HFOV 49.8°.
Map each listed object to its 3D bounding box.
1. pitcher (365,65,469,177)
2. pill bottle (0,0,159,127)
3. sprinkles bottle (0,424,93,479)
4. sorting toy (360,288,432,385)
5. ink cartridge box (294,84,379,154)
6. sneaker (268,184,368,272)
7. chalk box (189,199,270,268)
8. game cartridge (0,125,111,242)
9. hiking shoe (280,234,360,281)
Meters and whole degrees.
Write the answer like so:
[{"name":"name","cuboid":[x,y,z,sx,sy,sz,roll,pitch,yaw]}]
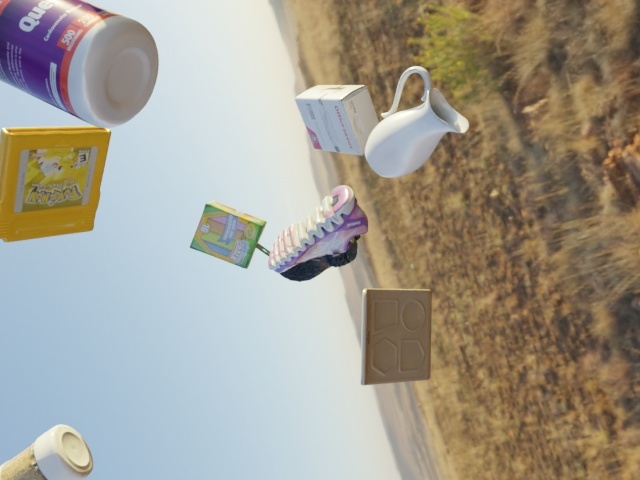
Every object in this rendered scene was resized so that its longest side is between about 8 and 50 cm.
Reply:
[{"name":"pitcher","cuboid":[0.179,-0.241,1.435,0.126,0.207,0.177,-16,-105,-48]},{"name":"pill bottle","cuboid":[-0.441,-0.321,1.139,0.181,0.323,0.181,-52,-22,-31]},{"name":"sprinkles bottle","cuboid":[-0.631,0.513,1.374,0.121,0.355,0.121,55,-177,-4]},{"name":"sorting toy","cuboid":[0.155,0.196,1.425,0.038,0.208,0.192,-2,85,51]},{"name":"ink cartridge box","cuboid":[0.048,-0.316,1.789,0.218,0.092,0.158,21,139,55]},{"name":"sneaker","cuboid":[0.000,0.000,1.347,0.104,0.236,0.095,39,-154,-31]},{"name":"chalk box","cuboid":[-0.226,-0.009,1.877,0.132,0.213,0.132,-99,29,-84]},{"name":"game cartridge","cuboid":[-0.714,-0.149,1.831,0.053,0.285,0.323,38,122,33]},{"name":"hiking shoe","cuboid":[-0.004,0.040,1.761,0.114,0.227,0.086,-52,-54,-66]}]
